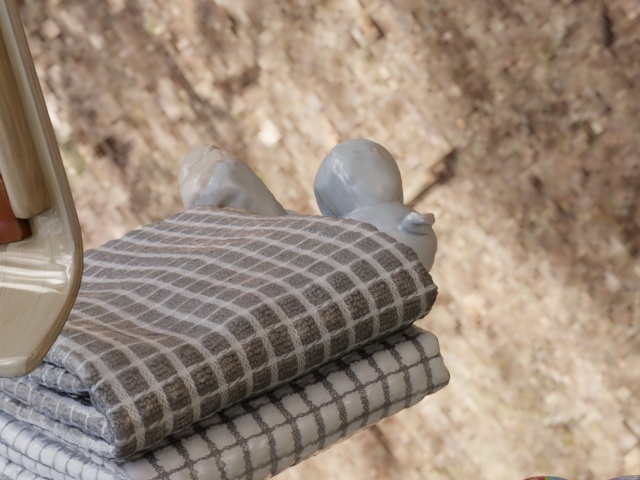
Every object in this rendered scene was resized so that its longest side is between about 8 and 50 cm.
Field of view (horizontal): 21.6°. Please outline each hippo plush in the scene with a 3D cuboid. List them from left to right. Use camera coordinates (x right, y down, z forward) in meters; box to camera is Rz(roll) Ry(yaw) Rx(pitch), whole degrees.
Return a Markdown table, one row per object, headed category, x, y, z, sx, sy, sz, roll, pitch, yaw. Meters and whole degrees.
| category | x | y | z | sx | sy | sz | roll | pitch | yaw |
| --- | --- | --- | --- | --- | --- | --- | --- | --- | --- |
| hippo plush | 0.000 | 0.000 | 1.740 | 0.234 | 0.237 | 0.294 | 75 | 174 | -68 |

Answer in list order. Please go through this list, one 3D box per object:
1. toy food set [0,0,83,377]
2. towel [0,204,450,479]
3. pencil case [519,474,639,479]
| category | x | y | z | sx | sy | sz | roll | pitch | yaw |
| --- | --- | --- | --- | --- | --- | --- | --- | --- | --- |
| toy food set | -0.246 | -0.086 | 0.752 | 0.220 | 0.092 | 0.306 | 1 | 116 | 32 |
| towel | -0.095 | 0.061 | 1.049 | 0.284 | 0.235 | 0.121 | 13 | 122 | 52 |
| pencil case | 0.229 | 0.243 | 1.332 | 0.306 | 0.133 | 0.119 | 148 | 122 | -72 |
